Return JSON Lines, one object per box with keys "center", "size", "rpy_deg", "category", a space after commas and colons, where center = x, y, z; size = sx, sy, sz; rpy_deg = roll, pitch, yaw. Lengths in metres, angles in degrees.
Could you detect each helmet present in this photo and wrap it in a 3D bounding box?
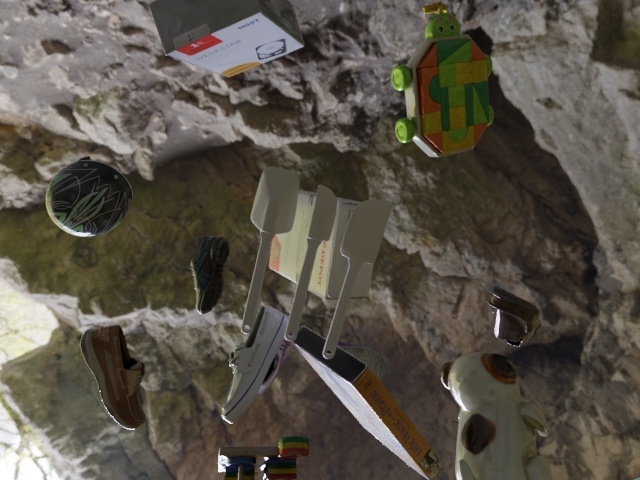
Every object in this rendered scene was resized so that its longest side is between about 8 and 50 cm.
{"center": [-0.480, -0.089, 0.971], "size": [0.169, 0.170, 0.161], "rpy_deg": [-32, -152, -12], "category": "helmet"}

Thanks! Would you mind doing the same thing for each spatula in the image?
{"center": [-0.021, 0.038, 0.607], "size": [0.019, 0.168, 0.242], "rpy_deg": [-74, 179, -66], "category": "spatula"}

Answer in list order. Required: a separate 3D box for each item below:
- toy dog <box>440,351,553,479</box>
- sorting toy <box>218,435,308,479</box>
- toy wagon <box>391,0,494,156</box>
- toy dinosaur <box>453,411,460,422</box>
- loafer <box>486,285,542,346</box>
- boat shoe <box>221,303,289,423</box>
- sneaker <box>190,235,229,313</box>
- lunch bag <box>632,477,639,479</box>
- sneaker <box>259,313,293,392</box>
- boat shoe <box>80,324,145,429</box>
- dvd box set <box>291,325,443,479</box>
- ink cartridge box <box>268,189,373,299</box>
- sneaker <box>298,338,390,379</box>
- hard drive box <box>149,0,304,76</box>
{"center": [0.486, 0.536, 1.363], "size": [0.395, 0.409, 0.284], "rpy_deg": [11, 153, -30], "category": "toy dog"}
{"center": [-0.103, 0.383, 0.771], "size": [0.132, 0.046, 0.275], "rpy_deg": [4, 143, -10], "category": "sorting toy"}
{"center": [0.294, -0.378, 1.097], "size": [0.267, 0.345, 0.068], "rpy_deg": [-16, -161, -23], "category": "toy wagon"}
{"center": [0.534, 0.656, 1.708], "size": [0.090, 0.047, 0.082], "rpy_deg": [8, -170, 23], "category": "toy dinosaur"}
{"center": [0.606, 0.259, 1.461], "size": [0.133, 0.366, 0.130], "rpy_deg": [30, -95, 44], "category": "loafer"}
{"center": [-0.160, 0.267, 1.044], "size": [0.268, 0.088, 0.096], "rpy_deg": [-60, -164, -24], "category": "boat shoe"}
{"center": [-0.383, 0.113, 1.571], "size": [0.106, 0.268, 0.101], "rpy_deg": [13, 180, 20], "category": "sneaker"}
{"center": [0.527, 0.546, 0.811], "size": [0.224, 0.107, 0.279], "rpy_deg": [-41, 154, -28], "category": "lunch bag"}
{"center": [-0.144, 0.354, 1.518], "size": [0.161, 0.102, 0.282], "rpy_deg": [122, -12, -59], "category": "sneaker"}
{"center": [-0.561, 0.388, 1.323], "size": [0.116, 0.325, 0.123], "rpy_deg": [-20, -163, -10], "category": "boat shoe"}
{"center": [0.116, 0.422, 1.226], "size": [0.062, 0.421, 0.307], "rpy_deg": [-44, -152, -17], "category": "dvd box set"}
{"center": [0.000, 0.000, 1.062], "size": [0.117, 0.208, 0.283], "rpy_deg": [3, -171, -32], "category": "ink cartridge box"}
{"center": [0.079, 0.371, 1.519], "size": [0.293, 0.102, 0.146], "rpy_deg": [11, -179, 1], "category": "sneaker"}
{"center": [-0.154, -0.383, 0.834], "size": [0.180, 0.089, 0.232], "rpy_deg": [-15, -175, 18], "category": "hard drive box"}
